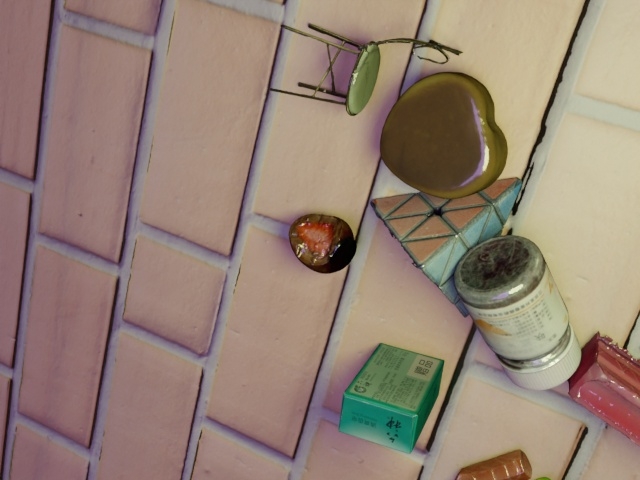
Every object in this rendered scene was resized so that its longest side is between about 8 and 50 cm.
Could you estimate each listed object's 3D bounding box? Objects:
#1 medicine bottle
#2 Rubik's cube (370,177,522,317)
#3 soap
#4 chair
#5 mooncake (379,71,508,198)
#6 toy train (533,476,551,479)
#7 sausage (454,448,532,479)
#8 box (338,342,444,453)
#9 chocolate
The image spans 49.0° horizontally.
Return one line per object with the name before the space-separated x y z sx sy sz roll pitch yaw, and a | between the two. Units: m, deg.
medicine bottle | 0.366 0.136 1.288 0.165 0.165 0.273 -18 124 25
Rubik's cube | 0.238 0.000 1.364 0.233 0.228 0.228 11 157 -17
soap | 0.588 0.295 1.292 0.250 0.162 0.099 35 114 9
chair | 0.083 -0.319 1.335 0.326 0.160 0.170 20 113 17
mooncake | 0.228 -0.190 1.328 0.235 0.117 0.234 7 104 31
toy train | 0.391 0.607 1.463 0.296 0.160 0.100 -37 95 26
sausage | 0.361 0.500 1.496 0.169 0.065 0.065 -28 93 27
box | 0.149 0.313 1.430 0.153 0.245 0.092 14 112 19
chocolate | 0.000 0.000 1.475 0.133 0.124 0.127 45 144 28
